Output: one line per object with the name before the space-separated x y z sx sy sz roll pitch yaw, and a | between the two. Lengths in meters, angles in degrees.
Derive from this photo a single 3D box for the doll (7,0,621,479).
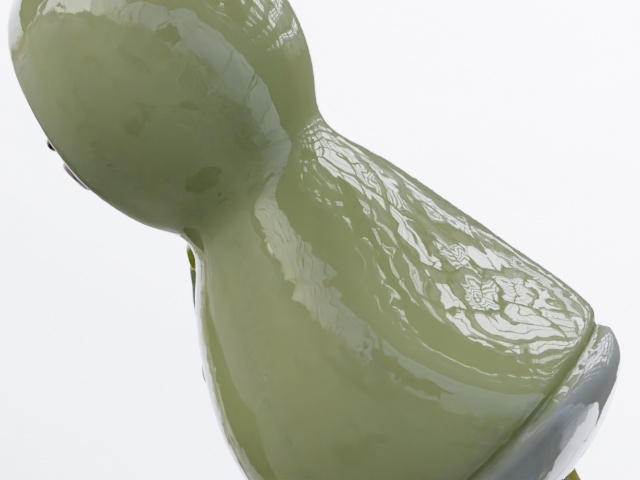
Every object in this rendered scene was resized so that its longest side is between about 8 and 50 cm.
doll | -0.008 0.006 0.592 0.296 0.141 0.117 47 -53 1
